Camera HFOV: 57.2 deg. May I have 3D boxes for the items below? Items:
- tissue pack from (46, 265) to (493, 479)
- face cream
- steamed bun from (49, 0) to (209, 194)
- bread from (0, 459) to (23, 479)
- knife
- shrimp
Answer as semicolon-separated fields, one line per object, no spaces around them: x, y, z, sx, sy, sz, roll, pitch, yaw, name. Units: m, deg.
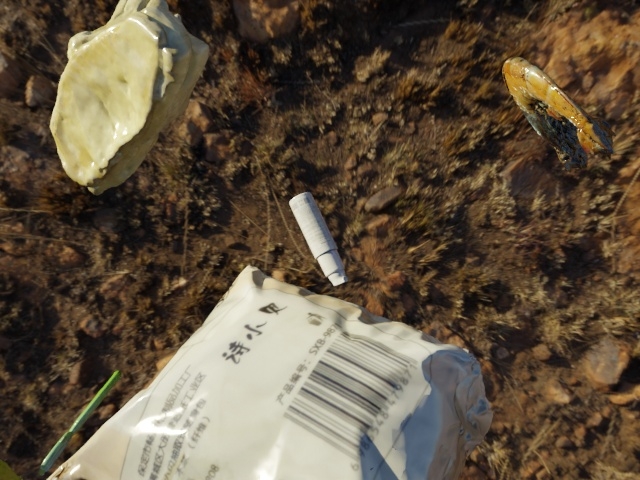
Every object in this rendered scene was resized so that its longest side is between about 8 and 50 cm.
-0.048;0.218;0.589;0.390;0.195;0.375;21;57;31;tissue pack
0.000;0.000;0.774;0.034;0.034;0.130;-27;77;3;face cream
-0.327;-0.273;0.991;0.247;0.189;0.428;51;135;-2;steamed bun
-0.557;0.398;0.726;0.348;0.307;0.348;5;54;-7;bread
-0.403;0.298;1.000;0.015;0.212;0.054;31;131;0;knife
0.397;-0.177;0.937;0.054;0.290;0.222;-44;40;10;shrimp
